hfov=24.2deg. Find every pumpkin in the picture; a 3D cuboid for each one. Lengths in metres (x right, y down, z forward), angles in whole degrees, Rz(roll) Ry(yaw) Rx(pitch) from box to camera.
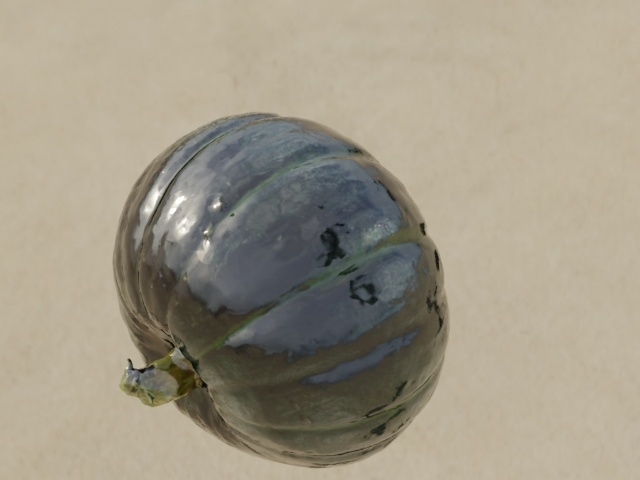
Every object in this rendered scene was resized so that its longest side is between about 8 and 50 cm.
[{"bbox_3d":[-0.038,0.042,0.973,0.216,0.250,0.250,-34,51,-19],"label":"pumpkin"}]
